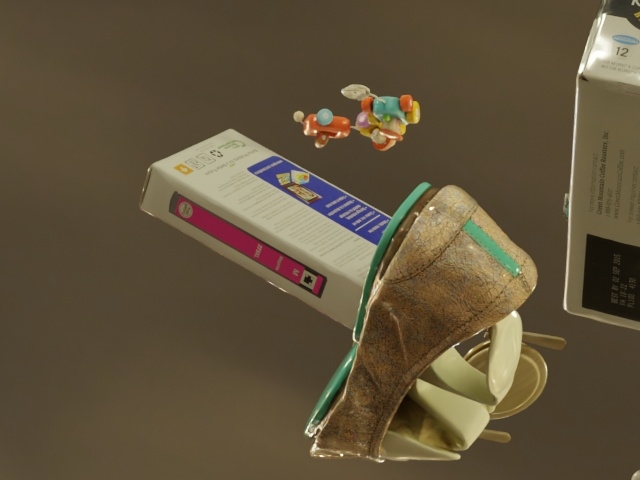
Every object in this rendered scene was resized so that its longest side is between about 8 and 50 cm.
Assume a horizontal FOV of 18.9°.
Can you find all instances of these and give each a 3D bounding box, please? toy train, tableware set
[{"bbox_3d":[0.044,-0.133,2.230,0.125,0.046,0.166,8,-13,-18],"label":"toy train"},{"bbox_3d":[0.112,0.109,1.729,0.194,0.039,0.128,14,-61,-23],"label":"tableware set"}]

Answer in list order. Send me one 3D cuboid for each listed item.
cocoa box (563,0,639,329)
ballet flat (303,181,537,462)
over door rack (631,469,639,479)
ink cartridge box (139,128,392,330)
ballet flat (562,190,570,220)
[{"bbox_3d":[0.338,-0.093,1.576,0.231,0.228,0.347,14,-31,14],"label":"cocoa box"},{"bbox_3d":[0.063,0.081,1.203,0.106,0.107,0.316,32,-27,7],"label":"ballet flat"},{"bbox_3d":[0.403,0.192,1.673,0.108,0.239,0.324,57,0,-1],"label":"over door rack"},{"bbox_3d":[0.000,0.000,2.103,0.371,0.176,0.069,27,-63,18],"label":"ink cartridge box"},{"bbox_3d":[0.286,-0.024,1.966,0.114,0.041,0.041,10,-14,-44],"label":"ballet flat"}]
